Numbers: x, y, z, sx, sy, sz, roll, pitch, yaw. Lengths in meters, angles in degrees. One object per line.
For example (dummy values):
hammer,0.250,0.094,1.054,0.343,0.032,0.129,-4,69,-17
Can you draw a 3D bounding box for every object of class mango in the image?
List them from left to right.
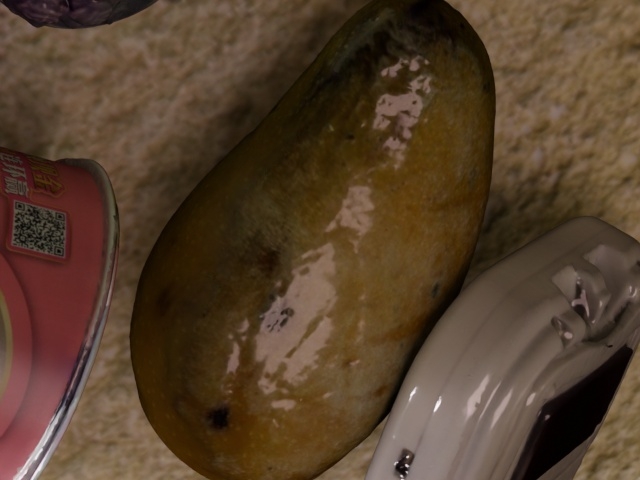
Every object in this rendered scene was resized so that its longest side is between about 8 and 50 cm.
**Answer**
mango,0.002,0.002,1.241,0.329,0.175,0.176,-60,162,3

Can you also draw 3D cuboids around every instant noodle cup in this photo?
instant noodle cup,-0.272,0.018,1.108,0.255,0.244,0.244,23,112,-26

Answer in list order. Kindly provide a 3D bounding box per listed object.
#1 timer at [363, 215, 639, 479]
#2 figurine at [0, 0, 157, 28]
timer,0.126,0.112,1.312,0.262,0.087,0.237,-27,144,-54
figurine,-0.192,-0.164,1.063,0.274,0.133,0.194,-7,141,-6
